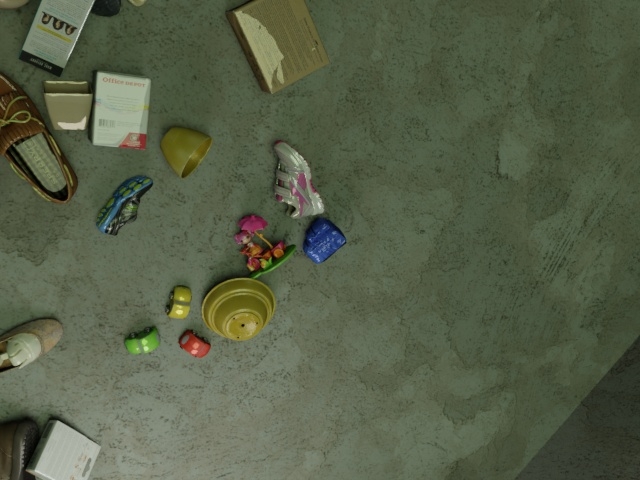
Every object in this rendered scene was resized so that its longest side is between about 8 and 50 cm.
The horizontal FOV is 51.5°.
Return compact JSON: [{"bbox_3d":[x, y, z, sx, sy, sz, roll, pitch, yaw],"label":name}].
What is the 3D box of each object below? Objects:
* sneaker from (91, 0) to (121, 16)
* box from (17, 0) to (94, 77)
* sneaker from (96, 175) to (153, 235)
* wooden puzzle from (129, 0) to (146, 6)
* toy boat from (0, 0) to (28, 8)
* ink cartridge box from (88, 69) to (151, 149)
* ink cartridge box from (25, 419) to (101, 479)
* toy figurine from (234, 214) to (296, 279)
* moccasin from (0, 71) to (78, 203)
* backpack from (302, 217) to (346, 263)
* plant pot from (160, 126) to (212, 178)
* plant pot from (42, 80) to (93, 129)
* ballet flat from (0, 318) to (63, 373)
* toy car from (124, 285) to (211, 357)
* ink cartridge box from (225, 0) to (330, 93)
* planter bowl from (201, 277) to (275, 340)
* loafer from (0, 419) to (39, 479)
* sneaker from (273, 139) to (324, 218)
[{"bbox_3d":[-0.547,-0.658,1.503,0.112,0.131,0.319,-6,150,15],"label":"sneaker"},{"bbox_3d":[-0.597,-0.500,1.516,0.101,0.060,0.244,22,127,-28],"label":"box"},{"bbox_3d":[-0.509,-0.092,1.749,0.188,0.067,0.078,-51,139,-4],"label":"sneaker"},{"bbox_3d":[-0.438,-0.705,1.553,0.239,0.044,0.221,-40,119,19],"label":"wooden puzzle"},{"bbox_3d":[-0.710,-0.621,1.458,0.151,0.151,0.231,50,49,-63],"label":"toy boat"},{"bbox_3d":[-0.497,-0.324,1.638,0.128,0.127,0.176,3,104,-25],"label":"ink cartridge box"},{"bbox_3d":[-0.709,0.601,1.842,0.179,0.045,0.145,55,38,-41],"label":"ink cartridge box"},{"bbox_3d":[-0.184,0.006,1.903,0.173,0.130,0.159,-33,104,16],"label":"toy figurine"},{"bbox_3d":[-0.713,-0.246,1.558,0.139,0.147,0.380,-30,115,-13],"label":"moccasin"},{"bbox_3d":[0.000,0.000,1.972,0.101,0.098,0.120,42,100,-19],"label":"backpack"},{"bbox_3d":[-0.360,-0.242,1.734,0.095,0.134,0.134,36,89,1],"label":"plant pot"},{"bbox_3d":[-0.610,-0.325,1.608,0.109,0.109,0.096,-5,120,-22],"label":"plant pot"},{"bbox_3d":[-0.815,0.304,1.705,0.316,0.106,0.107,-25,114,-15],"label":"ballet flat"},{"bbox_3d":[-0.440,0.269,1.885,0.225,0.053,0.239,-21,113,-16],"label":"toy car"},{"bbox_3d":[-0.111,-0.538,1.761,0.193,0.088,0.234,-31,115,-13],"label":"ink cartridge box"},{"bbox_3d":[-0.228,0.220,1.909,0.217,0.090,0.217,-7,123,-12],"label":"planter bowl"},{"bbox_3d":[-0.854,0.657,1.803,0.130,0.134,0.365,9,93,2],"label":"loafer"},{"bbox_3d":[-0.082,-0.162,1.881,0.111,0.103,0.252,-31,115,-14],"label":"sneaker"}]
